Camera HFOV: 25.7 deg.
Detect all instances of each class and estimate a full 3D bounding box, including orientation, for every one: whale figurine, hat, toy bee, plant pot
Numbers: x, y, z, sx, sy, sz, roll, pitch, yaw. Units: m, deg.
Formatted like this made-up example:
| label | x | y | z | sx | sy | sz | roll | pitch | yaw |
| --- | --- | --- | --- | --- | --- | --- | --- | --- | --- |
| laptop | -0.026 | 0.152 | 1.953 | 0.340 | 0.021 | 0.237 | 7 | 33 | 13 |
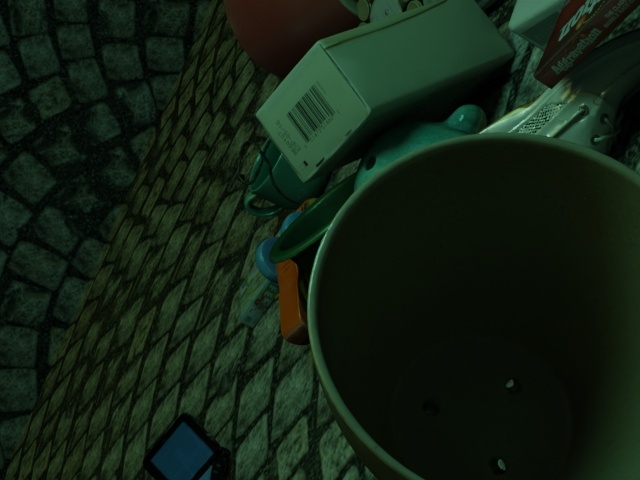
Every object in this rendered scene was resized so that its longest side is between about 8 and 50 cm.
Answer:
| label | x | y | z | sx | sy | sz | roll | pitch | yaw |
| --- | --- | --- | --- | --- | --- | --- | --- | --- | --- |
| whale figurine | 0.140 | -0.072 | 1.643 | 0.272 | 0.141 | 0.216 | -15 | 54 | 59 |
| hat | 0.049 | 0.039 | 1.829 | 0.208 | 0.183 | 0.173 | -42 | 12 | -5 |
| toy bee | 0.000 | 0.000 | 1.966 | 0.195 | 0.162 | 0.298 | -15 | 75 | 56 |
| plant pot | 0.008 | -0.429 | 2.348 | 0.243 | 0.275 | 0.275 | -14 | 51 | 54 |

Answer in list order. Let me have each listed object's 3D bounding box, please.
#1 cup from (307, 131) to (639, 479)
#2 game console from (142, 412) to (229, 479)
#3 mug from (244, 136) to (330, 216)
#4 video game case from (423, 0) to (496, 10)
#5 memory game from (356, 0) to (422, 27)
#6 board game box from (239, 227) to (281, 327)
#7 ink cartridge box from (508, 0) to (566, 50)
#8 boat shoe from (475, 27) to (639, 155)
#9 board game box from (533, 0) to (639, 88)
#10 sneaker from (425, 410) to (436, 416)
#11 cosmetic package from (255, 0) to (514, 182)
| label | x | y | z | sx | sy | sz | roll | pitch | yaw |
| --- | --- | --- | --- | --- | --- | --- | --- | --- | --- |
| cup | 0.149 | 0.112 | 1.174 | 0.237 | 0.331 | 0.331 | 96 | -171 | -60 |
| game console | -0.206 | 0.352 | 2.081 | 0.144 | 0.085 | 0.124 | -51 | 21 | 33 |
| mug | -0.049 | -0.110 | 2.280 | 0.157 | 0.097 | 0.129 | -36 | 33 | 55 |
| video game case | 0.187 | -0.400 | 2.004 | 0.173 | 0.022 | 0.190 | 148 | 113 | -63 |
| memory game | 0.107 | -0.331 | 2.149 | 0.186 | 0.012 | 0.186 | 27 | 122 | 55 |
| board game box | -0.081 | 0.052 | 2.253 | 0.154 | 0.026 | 0.103 | -54 | 20 | 24 |
| ink cartridge box | 0.353 | -0.386 | 1.627 | 0.296 | 0.066 | 0.261 | -25 | 41 | 61 |
| boat shoe | 0.271 | -0.120 | 1.458 | 0.277 | 0.098 | 0.096 | -37 | 68 | 29 |
| board game box | 0.302 | -0.267 | 1.327 | 0.281 | 0.027 | 0.145 | -47 | 15 | 56 |
| sneaker | 0.114 | 0.096 | 1.504 | 0.286 | 0.130 | 0.109 | -65 | 16 | -10 |
| cosmetic package | 0.085 | -0.196 | 1.755 | 0.309 | 0.113 | 0.160 | -27 | -12 | -46 |
